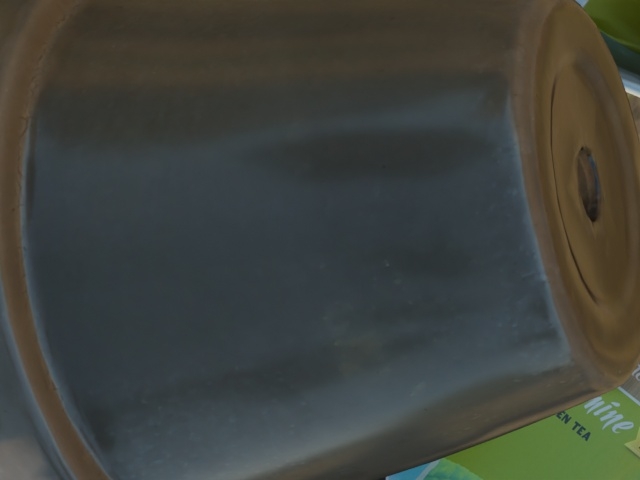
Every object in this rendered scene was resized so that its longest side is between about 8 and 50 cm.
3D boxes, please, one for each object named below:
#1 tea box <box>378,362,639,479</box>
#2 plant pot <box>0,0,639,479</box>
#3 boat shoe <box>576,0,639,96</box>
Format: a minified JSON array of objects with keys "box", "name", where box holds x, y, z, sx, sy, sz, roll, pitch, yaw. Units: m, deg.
[{"box":[0.119,0.233,1.180,0.220,0.323,0.329,38,162,19],"name":"tea box"},{"box":[0.000,0.000,0.575,0.229,0.263,0.263,-9,112,27],"name":"plant pot"},{"box":[0.121,-0.160,0.851,0.367,0.156,0.136,26,127,-22],"name":"boat shoe"}]
